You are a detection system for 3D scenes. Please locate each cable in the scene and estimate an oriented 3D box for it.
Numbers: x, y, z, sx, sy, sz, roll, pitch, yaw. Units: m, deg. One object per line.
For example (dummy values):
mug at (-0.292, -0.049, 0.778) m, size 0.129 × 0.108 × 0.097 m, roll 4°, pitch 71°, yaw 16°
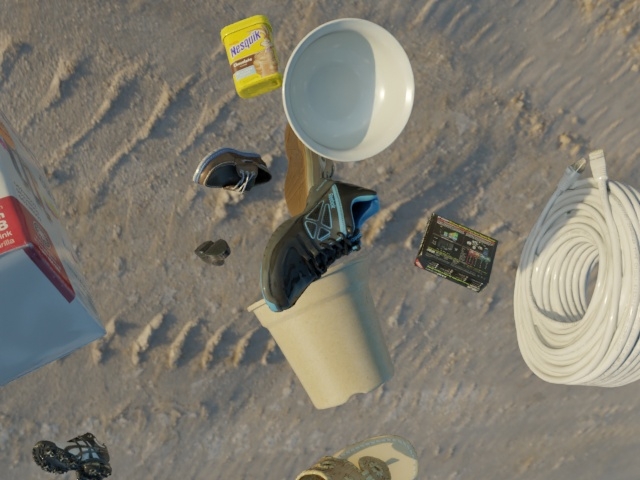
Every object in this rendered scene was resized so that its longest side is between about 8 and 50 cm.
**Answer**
cable at (0.334, 0.053, 0.752) m, size 0.089 × 0.257 × 0.257 m, roll 11°, pitch 137°, yaw -11°

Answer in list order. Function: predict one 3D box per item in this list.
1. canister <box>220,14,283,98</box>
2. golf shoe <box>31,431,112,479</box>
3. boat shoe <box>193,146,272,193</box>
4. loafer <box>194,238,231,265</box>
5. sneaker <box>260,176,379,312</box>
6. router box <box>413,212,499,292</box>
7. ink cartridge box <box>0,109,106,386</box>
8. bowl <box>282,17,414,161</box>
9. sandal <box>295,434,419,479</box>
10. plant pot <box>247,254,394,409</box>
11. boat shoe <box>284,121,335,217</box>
canister at (-0.163, -0.444, 1.474) m, size 0.126 × 0.170 × 0.073 m, roll -18°, pitch 166°, yaw 8°
golf shoe at (-0.535, 0.454, 1.305) m, size 0.077 × 0.094 × 0.198 m, roll -27°, pitch 136°, yaw 12°
boat shoe at (-0.137, -0.115, 1.011) m, size 0.066 × 0.066 × 0.183 m, roll -58°, pitch 165°, yaw 27°
loafer at (-0.263, 0.036, 1.543) m, size 0.062 × 0.170 × 0.061 m, roll -43°, pitch 110°, yaw -20°
sneaker at (0.000, 0.000, 1.195) m, size 0.341 × 0.139 × 0.125 m, roll -60°, pitch 146°, yaw -32°
router box at (0.224, 0.020, 1.001) m, size 0.122 × 0.092 × 0.038 m, roll 24°, pitch 147°, yaw 2°
ink cartridge box at (-0.248, -0.003, 0.403) m, size 0.127 × 0.176 × 0.128 m, roll -27°, pitch 151°, yaw -13°
bowl at (0.045, -0.327, 1.328) m, size 0.297 × 0.134 × 0.298 m, roll -5°, pitch 106°, yaw -18°
sandal at (0.002, 0.260, 0.586) m, size 0.240 × 0.088 × 0.079 m, roll -21°, pitch 157°, yaw -16°
plant pot at (0.028, 0.242, 1.532) m, size 0.333 × 0.305 × 0.334 m, roll -24°, pitch 174°, yaw -3°
boat shoe at (-0.016, -0.177, 1.452) m, size 0.110 × 0.341 × 0.122 m, roll 13°, pitch 141°, yaw -23°
